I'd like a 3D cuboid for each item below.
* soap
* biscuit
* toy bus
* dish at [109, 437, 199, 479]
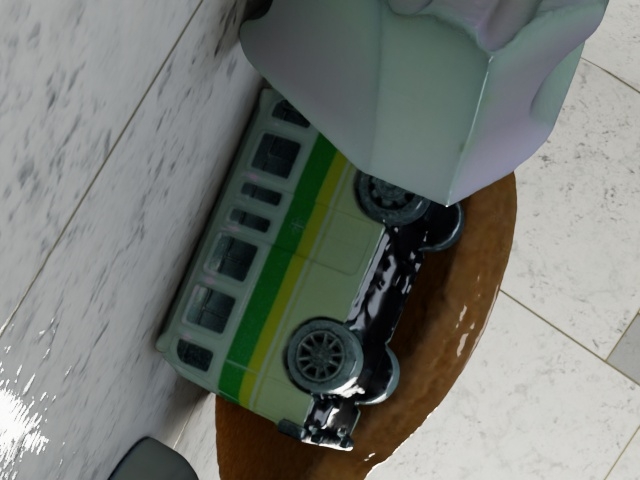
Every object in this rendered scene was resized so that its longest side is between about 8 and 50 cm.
[{"bbox_3d":[0.080,-0.162,0.948,0.347,0.208,0.115,-59,169,-58],"label":"soap"},{"bbox_3d":[0.027,0.076,1.284,0.455,0.078,0.349,-41,-151,48],"label":"biscuit"},{"bbox_3d":[0.000,0.000,1.059,0.276,0.165,0.133,-68,160,-5],"label":"toy bus"},{"bbox_3d":[-0.133,0.306,1.147,0.273,0.134,0.273,21,90,-84],"label":"dish"}]
